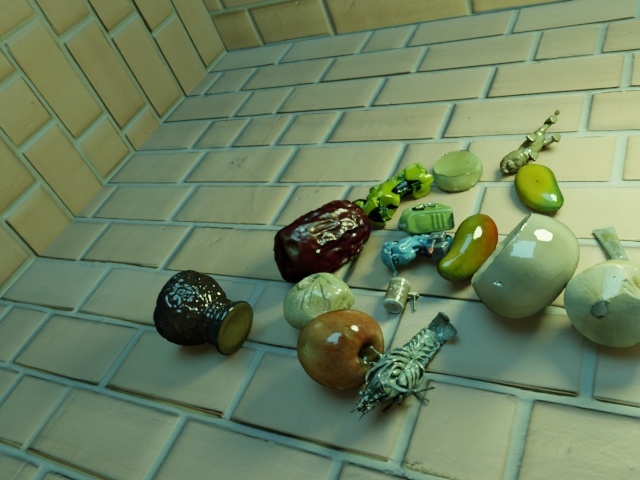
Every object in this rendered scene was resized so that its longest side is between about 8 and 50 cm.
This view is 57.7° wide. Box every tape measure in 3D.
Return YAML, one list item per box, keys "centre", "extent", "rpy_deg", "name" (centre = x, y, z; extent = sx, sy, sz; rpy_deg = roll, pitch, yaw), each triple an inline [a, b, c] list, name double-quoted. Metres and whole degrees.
- centre: [0.374, -0.076, 2.062]
  extent: [0.200, 0.106, 0.175]
  rpy_deg: [-10, 13, 16]
  name: "tape measure"

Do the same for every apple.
- centre: [0.056, 0.314, 1.716]
  extent: [0.254, 0.253, 0.253]
  rpy_deg: [-15, 40, 13]
  name: "apple"

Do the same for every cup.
- centre: [0.259, 0.188, 1.891]
  extent: [0.074, 0.102, 0.099]
  rpy_deg: [-41, 19, 51]
  name: "cup"

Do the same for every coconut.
- centre: [0.760, 0.161, 1.510]
  extent: [0.241, 0.241, 0.241]
  rpy_deg: [-15, 40, 13]
  name: "coconut"

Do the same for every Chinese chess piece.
- centre: [0.528, -0.267, 2.237]
  extent: [0.189, 0.083, 0.188]
  rpy_deg: [-15, 37, 11]
  name: "Chinese chess piece"

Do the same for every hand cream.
- centre: [0.885, 0.018, 1.759]
  extent: [0.067, 0.042, 0.194]
  rpy_deg: [-15, 36, 15]
  name: "hand cream"

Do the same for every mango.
- centre: [0.486, 0.028, 1.880]
  extent: [0.129, 0.146, 0.289]
  rpy_deg: [5, 53, 49]
  name: "mango"
- centre: [0.750, -0.180, 2.012]
  extent: [0.137, 0.091, 0.237]
  rpy_deg: [-17, 39, 19]
  name: "mango"

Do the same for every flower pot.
- centre: [-0.393, 0.261, 2.008]
  extent: [0.267, 0.266, 0.266]
  rpy_deg: [18, 55, 29]
  name: "flower pot"

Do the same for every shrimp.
- centre: [0.239, 0.356, 1.634]
  extent: [0.221, 0.166, 0.411]
  rpy_deg: [48, 47, 8]
  name: "shrimp"

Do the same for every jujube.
- centre: [0.000, 0.000, 2.082]
  extent: [0.377, 0.258, 0.258]
  rpy_deg: [-37, 40, -23]
  name: "jujube"

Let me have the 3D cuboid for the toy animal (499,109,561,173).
- centre: [0.782, -0.349, 2.167]
  extent: [0.312, 0.097, 0.157]
  rpy_deg: [-39, 0, -25]
  name: "toy animal"

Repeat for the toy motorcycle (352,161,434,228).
- centre: [0.271, -0.171, 2.215]
  extent: [0.343, 0.142, 0.206]
  rpy_deg: [-31, 41, -4]
  name: "toy motorcycle"

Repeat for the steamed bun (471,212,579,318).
- centre: [0.590, 0.083, 1.646]
  extent: [0.206, 0.324, 0.324]
  rpy_deg: [40, 66, 9]
  name: "steamed bun"

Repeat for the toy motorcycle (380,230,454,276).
- centre: [0.318, 0.036, 1.971]
  extent: [0.272, 0.123, 0.182]
  rpy_deg: [-9, 26, 30]
  name: "toy motorcycle"

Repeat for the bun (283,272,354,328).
- centre: [-0.012, 0.188, 1.905]
  extent: [0.244, 0.153, 0.244]
  rpy_deg: [-19, 1, 0]
  name: "bun"
